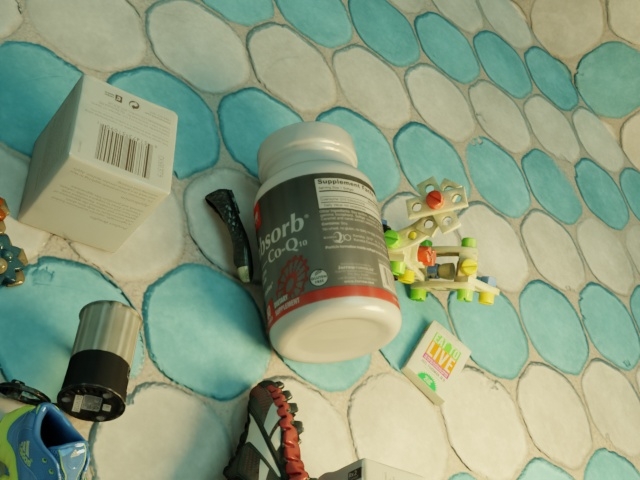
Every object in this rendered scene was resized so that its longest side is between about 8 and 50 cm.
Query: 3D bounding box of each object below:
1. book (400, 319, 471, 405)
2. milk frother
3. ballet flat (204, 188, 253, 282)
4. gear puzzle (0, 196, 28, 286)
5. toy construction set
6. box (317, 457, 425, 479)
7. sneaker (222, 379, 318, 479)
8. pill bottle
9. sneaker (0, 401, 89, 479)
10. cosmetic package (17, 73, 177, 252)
[{"bbox_3d":[0.211,0.223,1.650,0.096,0.035,0.144,44,42,-4],"label":"book"},{"bbox_3d":[-0.315,0.152,1.138,0.143,0.129,0.134,27,40,-24],"label":"milk frother"},{"bbox_3d":[-0.146,-0.006,1.479,0.049,0.057,0.173,-17,68,-5],"label":"ballet flat"},{"bbox_3d":[-0.507,-0.084,1.190,0.176,0.044,0.338,-10,69,-46],"label":"gear puzzle"},{"bbox_3d":[0.196,0.020,1.610,0.327,0.215,0.151,61,39,-55],"label":"toy construction set"},{"bbox_3d":[0.049,0.421,1.237,0.119,0.181,0.181,24,48,-28],"label":"box"},{"bbox_3d":[-0.082,0.307,1.253,0.135,0.097,0.276,-11,41,-7],"label":"sneaker"},{"bbox_3d":[0.000,0.000,1.475,0.210,0.210,0.362,14,52,-36],"label":"pill bottle"},{"bbox_3d":[-0.314,0.297,1.032,0.091,0.126,0.240,-4,65,-44],"label":"sneaker"},{"bbox_3d":[-0.315,-0.104,1.276,0.151,0.184,0.151,22,49,-30],"label":"cosmetic package"}]
